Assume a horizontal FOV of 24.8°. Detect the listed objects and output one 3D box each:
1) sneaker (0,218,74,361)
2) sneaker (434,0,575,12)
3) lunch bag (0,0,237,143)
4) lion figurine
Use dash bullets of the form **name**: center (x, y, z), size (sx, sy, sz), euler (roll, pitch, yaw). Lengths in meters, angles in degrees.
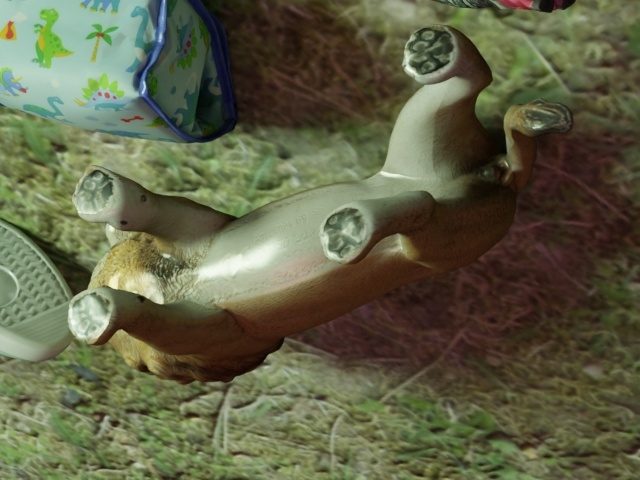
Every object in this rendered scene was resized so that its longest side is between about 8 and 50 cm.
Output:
- **sneaker**: center (-0.302, 0.047, 1.124), size (0.256, 0.094, 0.151), euler (28, 134, 11)
- **sneaker**: center (0.026, -0.230, 0.672), size (0.112, 0.121, 0.299), euler (9, 135, 48)
- **lunch bag**: center (-0.128, -0.107, 0.888), size (0.129, 0.096, 0.151), euler (10, 166, 16)
- **lion figurine**: center (0.000, 0.000, 0.894), size (0.392, 0.142, 0.240), euler (-12, 164, 25)
